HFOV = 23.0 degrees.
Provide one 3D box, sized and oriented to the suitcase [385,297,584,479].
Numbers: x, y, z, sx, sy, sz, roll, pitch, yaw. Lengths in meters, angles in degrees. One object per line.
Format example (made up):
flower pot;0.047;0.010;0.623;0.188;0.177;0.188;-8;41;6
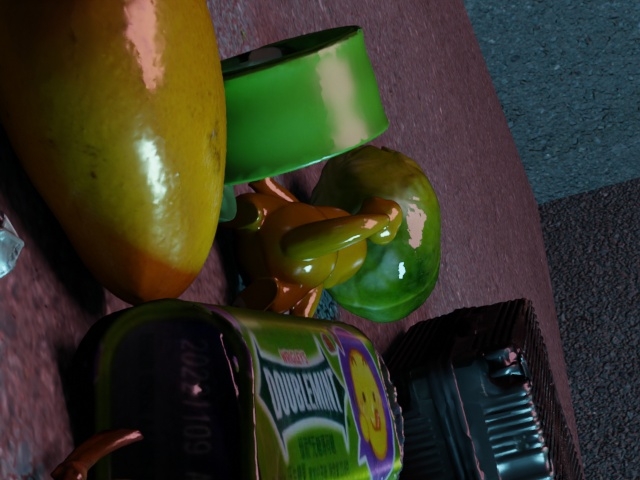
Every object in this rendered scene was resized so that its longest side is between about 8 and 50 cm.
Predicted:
suitcase;0.150;0.189;1.491;0.335;0.152;0.230;-34;109;-78

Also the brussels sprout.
brussels sprout;0.044;-0.007;1.329;0.155;0.117;0.155;161;-90;-82

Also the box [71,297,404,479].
box;-0.032;0.107;0.919;0.345;0.097;0.134;20;56;-74

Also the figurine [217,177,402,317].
figurine;0.004;-0.001;1.136;0.176;0.122;0.121;-5;77;-76

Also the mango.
mango;-0.104;-0.064;0.804;0.145;0.112;0.219;-83;166;-60

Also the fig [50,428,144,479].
fig;-0.091;0.135;0.649;0.201;0.133;0.146;-121;-149;-44

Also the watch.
watch;-0.037;-0.072;0.986;0.165;0.152;0.131;-58;134;-75

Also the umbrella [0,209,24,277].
umbrella;-0.170;-0.060;0.635;0.050;0.046;0.188;-49;134;-26
